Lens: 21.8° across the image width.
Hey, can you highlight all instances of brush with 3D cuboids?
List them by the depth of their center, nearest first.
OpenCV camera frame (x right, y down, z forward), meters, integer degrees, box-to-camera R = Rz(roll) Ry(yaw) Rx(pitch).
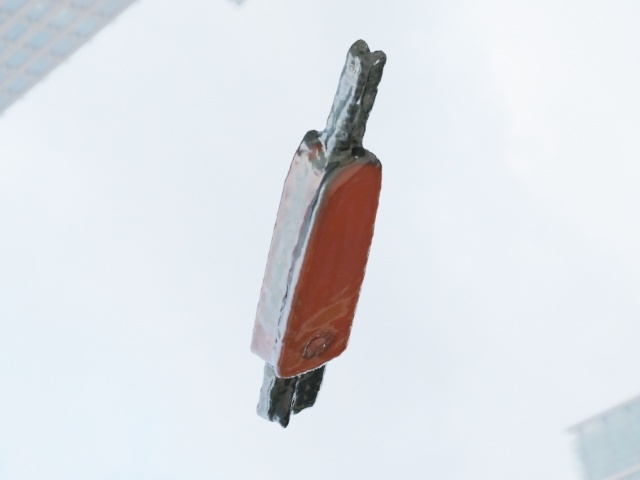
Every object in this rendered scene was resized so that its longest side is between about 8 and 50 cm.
[{"bbox_3d":[0.000,0.000,1.143,0.070,0.323,0.051,-17,-133,-35],"label":"brush"}]
